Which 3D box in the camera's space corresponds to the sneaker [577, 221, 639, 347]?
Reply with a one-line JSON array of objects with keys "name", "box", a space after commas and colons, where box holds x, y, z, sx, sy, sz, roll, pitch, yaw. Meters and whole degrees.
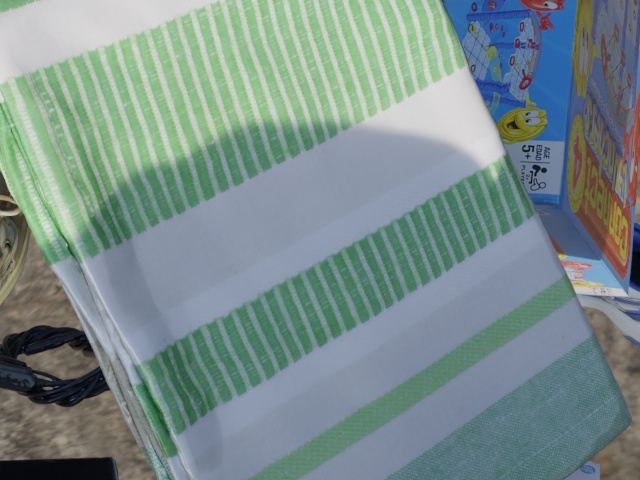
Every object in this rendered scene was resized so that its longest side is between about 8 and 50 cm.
[{"name": "sneaker", "box": [0.314, 0.017, 1.590, 0.296, 0.131, 0.112, 24, 53, 30]}]

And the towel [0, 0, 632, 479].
[{"name": "towel", "box": [0.000, 0.000, 0.642, 0.248, 0.038, 0.325, -30, 99, -30]}]

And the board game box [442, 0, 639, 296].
[{"name": "board game box", "box": [0.164, -0.135, 0.986, 0.086, 0.308, 0.302, 3, 79, 20]}]

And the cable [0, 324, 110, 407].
[{"name": "cable", "box": [-0.314, 0.151, 1.740, 0.150, 0.184, 0.047, -41, 133, -60]}]

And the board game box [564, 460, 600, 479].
[{"name": "board game box", "box": [0.057, 0.129, 0.767, 0.154, 0.103, 0.026, 18, 56, -16]}]

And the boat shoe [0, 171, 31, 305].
[{"name": "boat shoe", "box": [-0.284, 0.022, 1.049, 0.104, 0.089, 0.285, 13, 56, -1]}]

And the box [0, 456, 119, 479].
[{"name": "box", "box": [-0.378, 0.385, 1.400, 0.343, 0.313, 0.179, 2, 37, -19]}]
